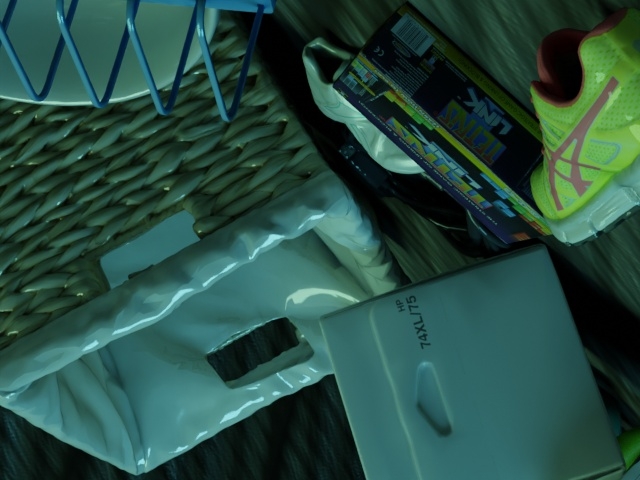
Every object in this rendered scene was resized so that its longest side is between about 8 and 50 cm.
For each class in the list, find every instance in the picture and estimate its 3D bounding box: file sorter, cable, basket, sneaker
[{"bbox_3d":[-0.124,-0.141,0.871,0.170,0.104,0.118,6,153,11],"label":"file sorter"},{"bbox_3d":[0.094,-0.045,1.225,0.184,0.047,0.150,41,167,-21],"label":"cable"},{"bbox_3d":[-0.128,-0.001,1.349,0.266,0.328,0.331,62,-176,25],"label":"basket"},{"bbox_3d":[0.036,-0.099,1.123,0.152,0.054,0.061,37,169,37],"label":"sneaker"},{"bbox_3d":[0.138,-0.061,0.737,0.094,0.081,0.208,48,167,1],"label":"sneaker"}]

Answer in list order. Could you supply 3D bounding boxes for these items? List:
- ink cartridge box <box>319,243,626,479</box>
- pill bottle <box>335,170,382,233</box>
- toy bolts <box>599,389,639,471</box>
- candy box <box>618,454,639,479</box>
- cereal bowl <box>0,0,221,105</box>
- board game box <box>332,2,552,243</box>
[{"bbox_3d":[0.135,0.155,1.303,0.270,0.197,0.198,60,-168,-71],"label":"ink cartridge box"},{"bbox_3d":[0.000,0.000,1.626,0.131,0.131,0.229,39,173,15],"label":"pill bottle"},{"bbox_3d":[0.275,0.250,1.507,0.158,0.218,0.228,39,-165,-43],"label":"toy bolts"},{"bbox_3d":[0.264,0.204,1.171,0.070,0.196,0.165,39,173,18],"label":"candy box"},{"bbox_3d":[-0.214,-0.236,0.993,0.339,0.141,0.339,9,153,5],"label":"cereal bowl"},{"bbox_3d":[0.092,-0.072,1.008,0.170,0.048,0.141,42,172,-2],"label":"board game box"}]
